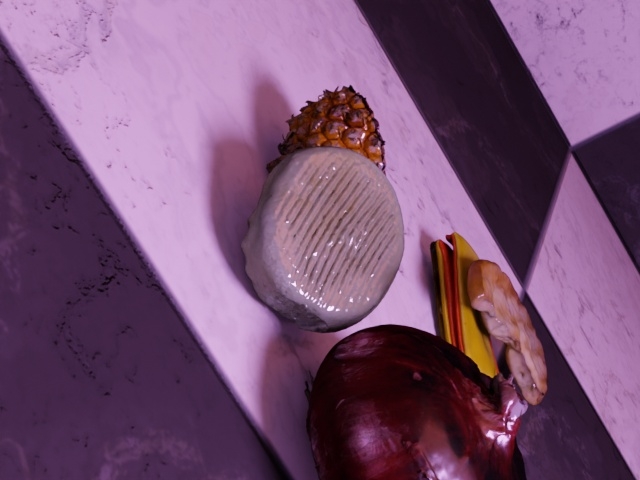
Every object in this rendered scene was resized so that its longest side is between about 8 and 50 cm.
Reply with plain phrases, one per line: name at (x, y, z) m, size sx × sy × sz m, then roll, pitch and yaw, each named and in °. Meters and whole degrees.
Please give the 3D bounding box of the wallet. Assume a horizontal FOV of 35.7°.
wallet at (0.229, 0.122, 1.570) m, size 0.141 × 0.067 × 0.241 m, roll 41°, pitch 38°, yaw -45°

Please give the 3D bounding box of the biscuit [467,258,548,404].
biscuit at (0.296, 0.130, 1.575) m, size 0.299 × 0.045 × 0.154 m, roll 57°, pitch 27°, yaw -35°

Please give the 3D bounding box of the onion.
onion at (0.123, 0.231, 1.081) m, size 0.314 × 0.232 × 0.314 m, roll 44°, pitch 31°, yaw -35°

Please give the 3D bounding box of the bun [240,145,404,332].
bun at (0.001, -0.002, 1.169) m, size 0.221 × 0.108 × 0.221 m, roll 7°, pitch 78°, yaw -32°

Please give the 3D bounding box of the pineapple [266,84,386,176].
pineapple at (-0.005, -0.110, 1.292) m, size 0.176 × 0.137 × 0.161 m, roll -118°, pitch -161°, yaw -44°
